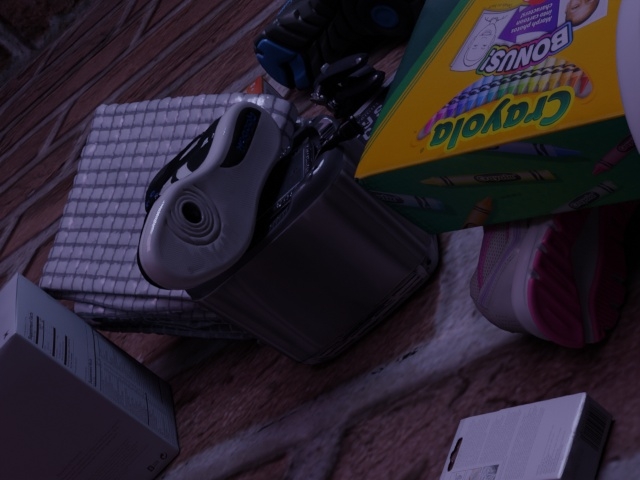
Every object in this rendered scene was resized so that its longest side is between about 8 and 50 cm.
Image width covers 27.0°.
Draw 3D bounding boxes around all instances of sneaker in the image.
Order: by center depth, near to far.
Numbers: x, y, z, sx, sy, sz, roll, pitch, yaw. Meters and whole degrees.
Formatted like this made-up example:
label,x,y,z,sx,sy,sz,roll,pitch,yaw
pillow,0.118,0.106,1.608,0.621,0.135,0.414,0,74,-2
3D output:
label,x,y,z,sx,sy,sz,roll,pitch,yaw
sneaker,0.173,-0.039,0.946,0.111,0.103,0.252,-10,43,55
sneaker,-0.110,-0.015,1.096,0.121,0.079,0.217,-35,18,40
sneaker,0.053,-0.299,1.560,0.341,0.125,0.140,-19,32,48

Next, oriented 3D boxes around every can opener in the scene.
label,x,y,z,sx,sy,sz,roll,pitch,yaw
can opener,0.029,-0.177,1.448,0.073,0.059,0.186,-55,5,-6

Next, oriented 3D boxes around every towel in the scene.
label,x,y,z,sx,sy,sz,roll,pitch,yaw
towel,-0.139,-0.019,1.365,0.283,0.121,0.235,-1,67,40

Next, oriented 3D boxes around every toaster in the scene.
label,x,y,z,sx,sy,sz,roll,pitch,yaw
toaster,0.000,0.000,1.148,0.227,0.146,0.129,-42,24,21

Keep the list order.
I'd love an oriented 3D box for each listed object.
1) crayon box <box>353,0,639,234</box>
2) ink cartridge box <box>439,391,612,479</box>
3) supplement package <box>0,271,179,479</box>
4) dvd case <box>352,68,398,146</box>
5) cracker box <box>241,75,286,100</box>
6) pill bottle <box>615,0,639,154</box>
label,x,y,z,sx,sy,sz,roll,pitch,yaw
crayon box,0.157,-0.106,0.855,0.278,0.081,0.165,-11,51,54
ink cartridge box,0.127,0.138,0.847,0.115,0.029,0.063,-22,35,50
supplement package,-0.282,0.183,1.312,0.194,0.203,0.149,-46,23,8
dvd case,0.082,-0.102,1.316,0.179,0.029,0.239,-45,23,9
cracker box,-0.130,-0.072,1.558,0.232,0.067,0.156,-42,22,16
pill bottle,0.328,-0.129,0.541,0.407,0.229,0.229,-35,24,59
